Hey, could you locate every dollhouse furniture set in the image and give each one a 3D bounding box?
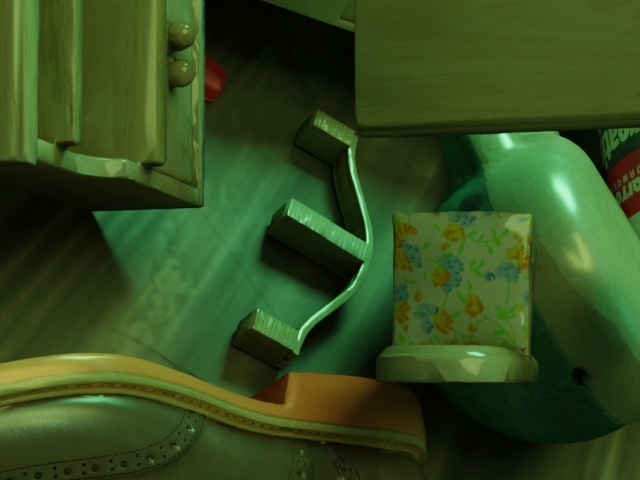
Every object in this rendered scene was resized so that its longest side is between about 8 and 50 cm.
[{"bbox_3d":[0.032,-0.111,0.758,0.256,0.394,0.362,20,69,-76],"label":"dollhouse furniture set"}]

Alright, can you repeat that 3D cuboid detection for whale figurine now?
[{"bbox_3d":[0.120,0.011,0.992,0.216,0.141,0.272,52,17,-29],"label":"whale figurine"}]

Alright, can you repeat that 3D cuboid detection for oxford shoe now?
[{"bbox_3d":[-0.090,0.135,0.753,0.364,0.130,0.132,4,64,-32],"label":"oxford shoe"}]

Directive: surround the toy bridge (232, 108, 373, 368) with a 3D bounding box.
[{"bbox_3d":[0.000,0.000,0.975,0.063,0.026,0.188,31,47,-16],"label":"toy bridge"}]

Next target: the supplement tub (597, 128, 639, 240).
[{"bbox_3d":[0.282,-0.066,1.077,0.191,0.191,0.272,7,68,-31],"label":"supplement tub"}]

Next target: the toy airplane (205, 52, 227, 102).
[{"bbox_3d":[-0.109,-0.154,1.008,0.151,0.028,0.151,19,51,-25],"label":"toy airplane"}]

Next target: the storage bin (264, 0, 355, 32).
[{"bbox_3d":[0.047,-0.244,1.076,0.262,0.123,0.260,15,38,-26],"label":"storage bin"}]
